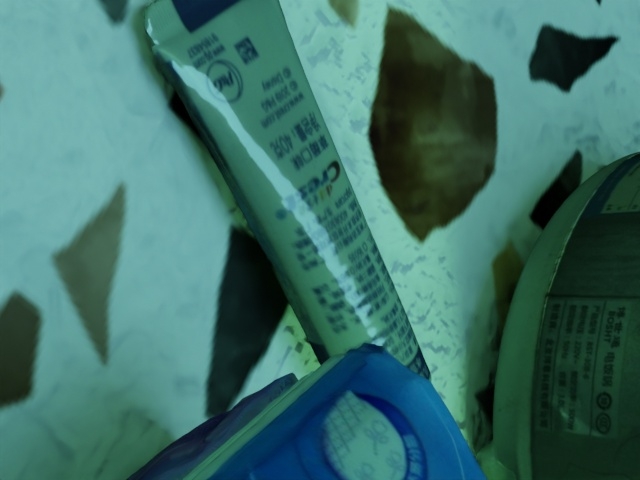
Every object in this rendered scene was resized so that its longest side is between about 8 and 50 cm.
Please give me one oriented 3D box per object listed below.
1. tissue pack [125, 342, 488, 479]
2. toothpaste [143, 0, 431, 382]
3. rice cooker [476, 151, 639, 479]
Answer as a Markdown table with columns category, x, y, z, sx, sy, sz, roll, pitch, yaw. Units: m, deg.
| category | x | y | z | sx | sy | sz | roll | pitch | yaw |
| --- | --- | --- | --- | --- | --- | --- | --- | --- | --- |
| tissue pack | -0.039 | 0.181 | 0.322 | 0.263 | 0.146 | 0.198 | -36 | 94 | -41 |
| toothpaste | 0.000 | 0.000 | 0.477 | 0.062 | 0.037 | 0.216 | -43 | 118 | -39 |
| rice cooker | 0.245 | 0.083 | 0.575 | 0.288 | 0.277 | 0.289 | 2 | 87 | -47 |
